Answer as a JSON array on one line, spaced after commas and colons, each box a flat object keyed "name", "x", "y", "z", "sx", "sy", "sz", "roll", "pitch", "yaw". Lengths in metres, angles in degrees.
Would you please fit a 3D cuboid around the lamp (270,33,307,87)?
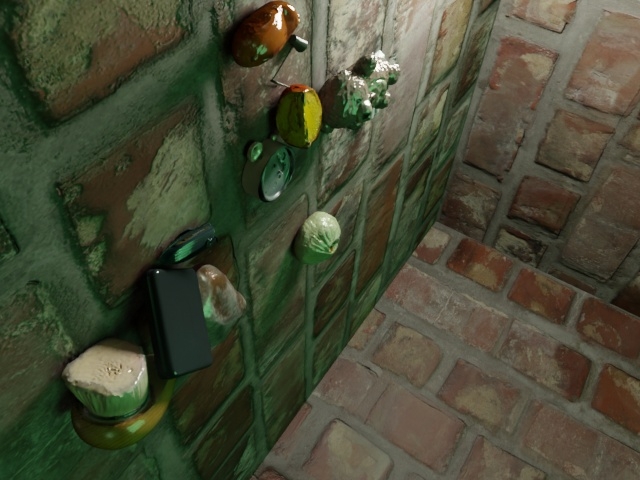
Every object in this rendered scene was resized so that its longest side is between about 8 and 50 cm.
[{"name": "lamp", "x": -0.072, "y": -0.405, "z": 1.204, "sx": 0.054, "sy": 0.041, "sz": 0.121, "roll": 11, "pitch": 104, "yaw": -61}]

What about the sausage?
[{"name": "sausage", "x": -0.109, "y": -0.405, "z": 1.050, "sx": 0.179, "sy": 0.089, "sz": 0.089, "roll": -54, "pitch": 159, "yaw": -32}]

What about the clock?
[{"name": "clock", "x": -0.123, "y": -0.173, "z": 1.335, "sx": 0.155, "sy": 0.063, "sz": 0.229, "roll": -57, "pitch": 161, "yaw": -12}]

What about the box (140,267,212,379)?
[{"name": "box", "x": -0.309, "y": 0.173, "z": 1.161, "sx": 0.160, "sy": 0.050, "sz": 0.230, "roll": 6, "pitch": 70, "yaw": -69}]

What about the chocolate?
[{"name": "chocolate", "x": -0.275, "y": 0.184, "z": 1.388, "sx": 0.185, "sy": 0.100, "sz": 0.303, "roll": -60, "pitch": 164, "yaw": -16}]

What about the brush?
[{"name": "brush", "x": -0.398, "y": 0.290, "z": 1.127, "sx": 0.267, "sy": 0.174, "sz": 0.166, "roll": -44, "pitch": 145, "yaw": -59}]

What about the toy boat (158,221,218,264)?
[{"name": "toy boat", "x": -0.292, "y": 0.013, "z": 1.170, "sx": 0.141, "sy": 0.060, "sz": 0.055, "roll": -36, "pitch": 148, "yaw": -38}]

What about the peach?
[{"name": "peach", "x": -0.058, "y": -0.301, "z": 1.281, "sx": 0.172, "sy": 0.092, "sz": 0.127, "roll": 62, "pitch": 46, "yaw": -59}]

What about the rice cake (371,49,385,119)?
[{"name": "rice cake", "x": 0.162, "y": -0.475, "z": 1.676, "sx": 0.085, "sy": 0.040, "sz": 0.226, "roll": -51, "pitch": 158, "yaw": -29}]

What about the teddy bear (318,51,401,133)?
[{"name": "teddy bear", "x": 0.099, "y": -0.402, "z": 1.458, "sx": 0.267, "sy": 0.151, "sz": 0.236, "roll": -50, "pitch": 164, "yaw": -43}]

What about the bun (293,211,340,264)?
[{"name": "bun", "x": 0.000, "y": 0.000, "z": 1.790, "sx": 0.195, "sy": 0.118, "sz": 0.195, "roll": -55, "pitch": 161, "yaw": -29}]
